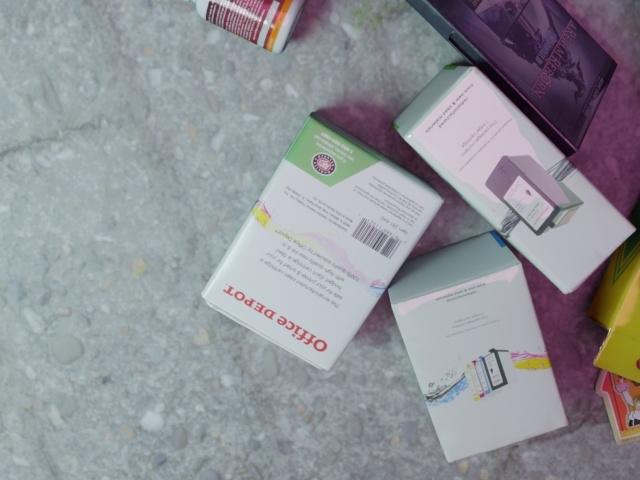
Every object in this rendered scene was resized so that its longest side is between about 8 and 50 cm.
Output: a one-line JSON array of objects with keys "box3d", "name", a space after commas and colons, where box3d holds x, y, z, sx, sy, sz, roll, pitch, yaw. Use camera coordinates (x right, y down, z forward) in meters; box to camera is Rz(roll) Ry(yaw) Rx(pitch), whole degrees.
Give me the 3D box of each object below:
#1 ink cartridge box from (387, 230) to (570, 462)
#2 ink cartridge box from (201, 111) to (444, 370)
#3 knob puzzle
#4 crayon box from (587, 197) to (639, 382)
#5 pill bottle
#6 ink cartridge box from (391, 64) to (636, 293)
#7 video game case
[{"box3d": [0.203, 0.137, 0.980, 0.168, 0.171, 0.233, -19, 104, 6], "name": "ink cartridge box"}, {"box3d": [0.000, 0.000, 0.976, 0.201, 0.117, 0.278, 31, 102, -6], "name": "ink cartridge box"}, {"box3d": [0.497, 0.195, 1.062, 0.213, 0.030, 0.213, 0, 104, 1], "name": "knob puzzle"}, {"box3d": [0.505, 0.049, 0.986, 0.202, 0.081, 0.319, 22, 97, -5], "name": "crayon box"}, {"box3d": [-0.101, -0.304, 0.918, 0.152, 0.086, 0.086, 24, 103, -5], "name": "pill bottle"}, {"box3d": [0.228, -0.084, 0.910, 0.273, 0.198, 0.115, 42, 101, -9], "name": "ink cartridge box"}, {"box3d": [0.240, -0.254, 0.890, 0.274, 0.196, 0.026, 41, 144, -8], "name": "video game case"}]
